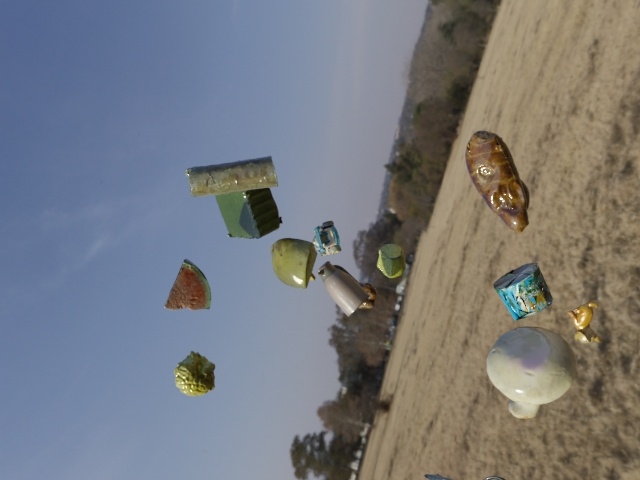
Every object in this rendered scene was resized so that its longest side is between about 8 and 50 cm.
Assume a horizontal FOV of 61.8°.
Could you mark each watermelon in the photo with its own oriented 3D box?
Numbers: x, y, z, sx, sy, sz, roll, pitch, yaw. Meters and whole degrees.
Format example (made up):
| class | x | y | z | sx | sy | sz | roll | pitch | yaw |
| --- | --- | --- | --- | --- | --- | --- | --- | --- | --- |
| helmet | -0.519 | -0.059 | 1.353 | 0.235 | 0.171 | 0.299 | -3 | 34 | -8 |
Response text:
| class | x | y | z | sx | sy | sz | roll | pitch | yaw |
| --- | --- | --- | --- | --- | --- | --- | --- | --- | --- |
| watermelon | -0.483 | 0.171 | 1.987 | 0.207 | 0.136 | 0.202 | 87 | -167 | -52 |

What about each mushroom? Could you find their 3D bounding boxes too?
| class | x | y | z | sx | sy | sz | roll | pitch | yaw |
| --- | --- | --- | --- | --- | --- | --- | --- | --- | --- |
| mushroom | 0.170 | 0.224 | 2.170 | 0.087 | 0.127 | 0.127 | -61 | -18 | -54 |
| mushroom | 0.750 | 0.477 | 1.973 | 0.356 | 0.315 | 0.315 | -53 | 0 | 23 |

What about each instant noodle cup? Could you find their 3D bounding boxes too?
| class | x | y | z | sx | sy | sz | roll | pitch | yaw |
| --- | --- | --- | --- | --- | --- | --- | --- | --- | --- |
| instant noodle cup | 0.930 | 0.234 | 2.435 | 0.240 | 0.178 | 0.240 | -32 | 1 | 1 |

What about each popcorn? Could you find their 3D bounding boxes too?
| class | x | y | z | sx | sy | sz | roll | pitch | yaw |
| --- | --- | --- | --- | --- | --- | --- | --- | --- | --- |
| popcorn | -0.488 | 0.517 | 2.085 | 0.142 | 0.173 | 0.173 | -50 | 17 | 55 |

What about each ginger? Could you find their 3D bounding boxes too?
| class | x | y | z | sx | sy | sz | roll | pitch | yaw |
| --- | --- | --- | --- | --- | --- | --- | --- | --- | --- |
| ginger | 0.703 | -0.241 | 2.113 | 0.418 | 0.176 | 0.254 | 61 | -157 | -4 |

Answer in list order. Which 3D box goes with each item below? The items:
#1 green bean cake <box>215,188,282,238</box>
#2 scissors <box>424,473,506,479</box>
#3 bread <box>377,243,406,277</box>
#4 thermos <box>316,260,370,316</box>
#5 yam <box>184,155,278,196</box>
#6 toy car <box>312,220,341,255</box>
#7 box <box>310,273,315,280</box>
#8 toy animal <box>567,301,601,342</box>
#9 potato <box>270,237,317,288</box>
| class | x | y | z | sx | sy | sz | roll | pitch | yaw |
| --- | --- | --- | --- | --- | --- | --- | --- | --- | --- |
| green bean cake | -0.308 | -0.142 | 2.269 | 0.156 | 0.247 | 0.249 | -31 | -68 | -40 |
| scissors | 0.391 | 0.669 | 1.441 | 0.300 | 0.022 | 0.109 | -13 | 62 | 55 |
| bread | 0.311 | 0.086 | 2.309 | 0.111 | 0.129 | 0.114 | -26 | -49 | -23 |
| thermos | 0.075 | 0.152 | 1.853 | 0.105 | 0.193 | 0.137 | -50 | -10 | 35 |
| yam | -0.247 | -0.176 | 1.486 | 0.093 | 0.259 | 0.093 | -8 | -90 | -86 |
| toy car | 0.000 | 0.000 | 2.065 | 0.161 | 0.098 | 0.126 | -24 | 78 | 56 |
| box | -0.091 | 0.129 | 2.401 | 0.155 | 0.087 | 0.023 | 54 | -134 | -43 |
| toy animal | 0.551 | 0.173 | 1.098 | 0.060 | 0.083 | 0.081 | -7 | -23 | -44 |
| potato | -0.095 | 0.063 | 1.503 | 0.081 | 0.149 | 0.120 | 64 | -147 | -48 |
